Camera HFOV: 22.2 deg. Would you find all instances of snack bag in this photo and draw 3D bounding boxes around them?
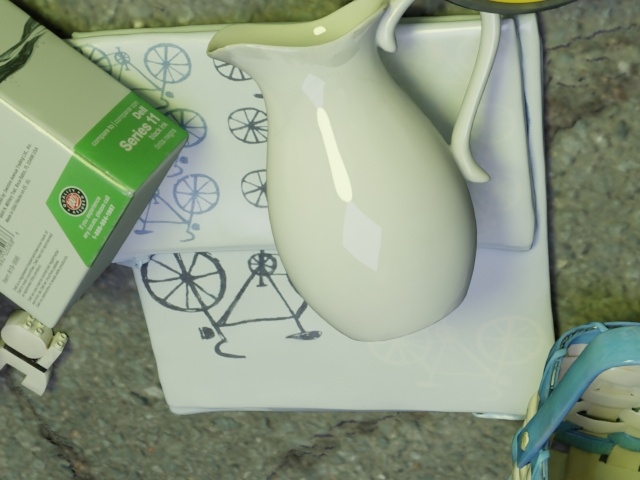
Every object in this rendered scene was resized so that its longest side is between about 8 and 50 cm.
[{"bbox_3d":[0.000,0.000,1.142,0.323,0.037,0.342,-1,124,12],"label":"snack bag"}]

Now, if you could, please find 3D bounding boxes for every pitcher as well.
[{"bbox_3d":[0.045,-0.055,1.012,0.178,0.125,0.207,-18,108,5],"label":"pitcher"}]

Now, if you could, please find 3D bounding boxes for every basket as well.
[{"bbox_3d":[0.246,0.146,1.063,0.255,0.201,0.289,15,152,-11],"label":"basket"}]

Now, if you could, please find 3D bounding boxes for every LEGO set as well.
[{"bbox_3d":[-0.287,0.044,1.204,0.227,0.087,0.093,34,125,-13],"label":"LEGO set"}]

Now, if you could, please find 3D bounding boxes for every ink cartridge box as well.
[{"bbox_3d":[-0.215,-0.066,1.083,0.208,0.087,0.153,37,131,-1],"label":"ink cartridge box"}]

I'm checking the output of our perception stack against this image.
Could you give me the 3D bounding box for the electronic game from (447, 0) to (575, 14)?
[{"bbox_3d":[0.113,-0.236,0.883,0.229,0.048,0.229,-8,111,-23],"label":"electronic game"}]
